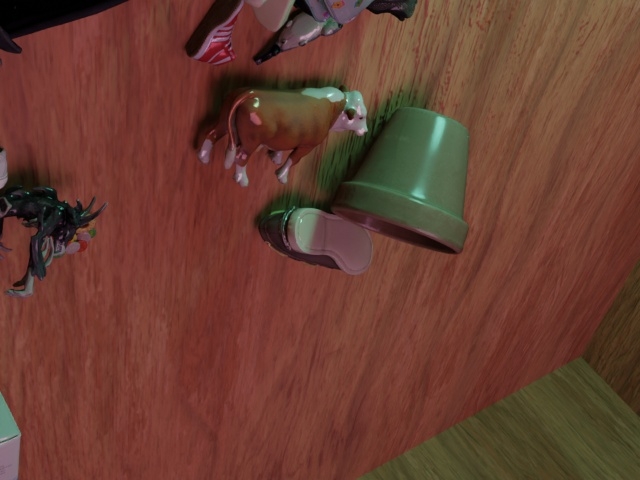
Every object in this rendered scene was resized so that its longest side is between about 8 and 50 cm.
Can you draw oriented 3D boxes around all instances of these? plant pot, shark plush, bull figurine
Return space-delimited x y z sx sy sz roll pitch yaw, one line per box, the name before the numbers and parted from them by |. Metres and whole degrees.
plant pot | 0.173 -0.121 1.720 0.263 0.263 0.229 24 83 -56
shark plush | -0.027 -0.317 1.429 0.161 0.073 0.067 -45 179 0
bull figurine | -0.057 -0.185 1.514 0.310 0.101 0.188 -1 133 -47

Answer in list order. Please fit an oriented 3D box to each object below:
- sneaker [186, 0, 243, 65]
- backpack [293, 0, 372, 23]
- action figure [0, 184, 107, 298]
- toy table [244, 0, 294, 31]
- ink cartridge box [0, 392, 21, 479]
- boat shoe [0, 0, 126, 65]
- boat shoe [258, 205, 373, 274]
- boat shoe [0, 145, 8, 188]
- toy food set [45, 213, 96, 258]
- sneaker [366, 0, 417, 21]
sneaker | -0.138 -0.305 1.331 0.118 0.042 0.067 -45 146 22
backpack | 0.029 -0.413 1.276 0.188 0.144 0.166 -50 153 -2
action figure | -0.443 -0.007 1.281 0.275 0.164 0.141 -3 112 -33
toy table | -0.076 -0.387 1.103 0.252 0.160 0.274 -54 178 -28
ink cartridge box | -0.594 0.344 1.493 0.131 0.226 0.306 -16 142 -35
boat shoe | -0.374 -0.274 0.939 0.499 0.156 0.187 -18 150 -2
boat shoe | 0.000 0.000 1.819 0.324 0.096 0.117 16 78 -58
boat shoe | -0.499 -0.093 1.199 0.184 0.066 0.063 -8 123 -38
toy food set | -0.397 -0.008 1.453 0.083 0.020 0.083 -22 145 -29
sneaker | 0.149 -0.434 1.437 0.227 0.087 0.130 -34 150 -5
